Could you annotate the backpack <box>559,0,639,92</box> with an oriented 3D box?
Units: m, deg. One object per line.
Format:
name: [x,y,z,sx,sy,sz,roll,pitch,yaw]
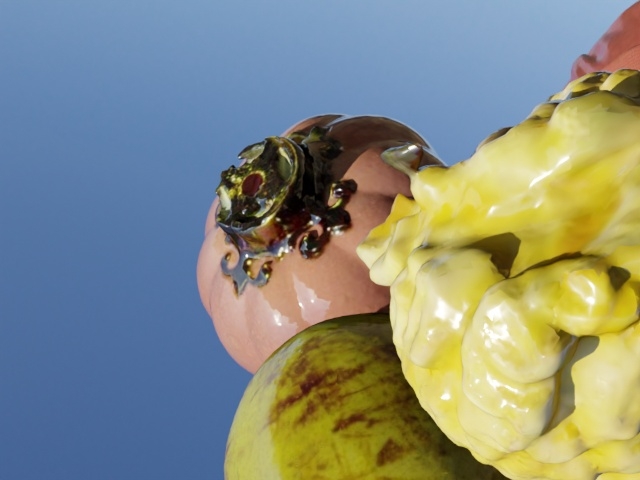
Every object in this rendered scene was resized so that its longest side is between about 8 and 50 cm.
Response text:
backpack: [0.245,-0.068,0.741,0.138,0.229,0.229,1,-149,-29]

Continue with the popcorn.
popcorn: [0.105,0.012,0.418,0.170,0.180,0.180,53,-144,-4]

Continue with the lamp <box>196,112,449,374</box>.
lamp: [0.000,0.000,1.107,0.239,0.305,0.305,40,-172,-41]

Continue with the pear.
pear: [0.053,0.197,0.875,0.283,0.284,0.284,7,-149,-4]
